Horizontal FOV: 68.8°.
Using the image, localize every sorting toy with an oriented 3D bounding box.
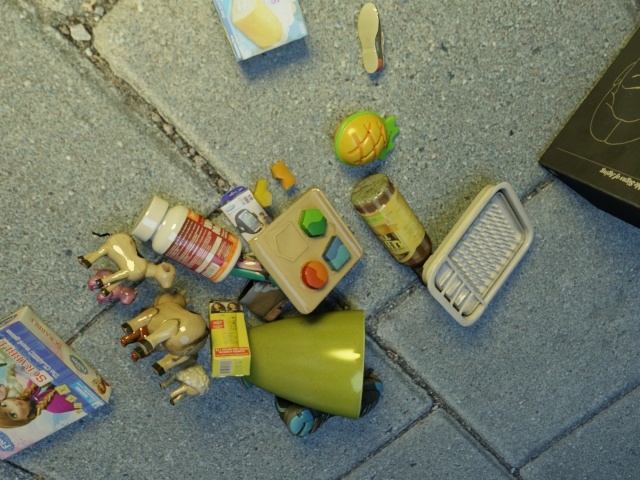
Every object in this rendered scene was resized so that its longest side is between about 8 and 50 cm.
[{"bbox_3d":[-0.047,-0.018,1.062,0.229,0.041,0.307,-44,105,-29],"label":"sorting toy"}]

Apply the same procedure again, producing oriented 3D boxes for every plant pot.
[{"bbox_3d":[-0.043,0.305,1.203,0.293,0.275,0.275,4,115,2],"label":"plant pot"}]

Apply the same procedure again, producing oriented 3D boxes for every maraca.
[{"bbox_3d":[0.107,-0.229,1.056,0.186,0.099,0.127,-11,129,-36],"label":"maraca"}]

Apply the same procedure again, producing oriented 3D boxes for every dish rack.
[{"bbox_3d":[0.401,0.034,1.205,0.333,0.072,0.285,-52,129,-4],"label":"dish rack"}]

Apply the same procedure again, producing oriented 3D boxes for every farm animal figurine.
[{"bbox_3d":[-0.357,0.153,1.036,0.172,0.327,0.330,-34,140,-31],"label":"farm animal figurine"}]

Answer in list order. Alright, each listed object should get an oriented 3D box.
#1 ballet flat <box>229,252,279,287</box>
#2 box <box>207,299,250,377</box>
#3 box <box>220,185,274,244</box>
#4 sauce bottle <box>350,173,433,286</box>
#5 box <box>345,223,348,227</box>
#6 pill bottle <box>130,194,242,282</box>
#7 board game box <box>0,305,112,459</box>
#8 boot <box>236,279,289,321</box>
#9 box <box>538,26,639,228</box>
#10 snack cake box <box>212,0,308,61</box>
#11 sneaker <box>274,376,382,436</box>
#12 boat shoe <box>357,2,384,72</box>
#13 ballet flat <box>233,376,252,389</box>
[{"bbox_3d":[-0.117,0.070,1.120,0.221,0.079,0.077,16,153,11],"label":"ballet flat"},{"bbox_3d":[-0.222,0.227,1.118,0.087,0.232,0.058,2,116,-15],"label":"box"},{"bbox_3d":[-0.173,-0.063,1.107,0.081,0.028,0.136,-33,120,4],"label":"box"},{"bbox_3d":[0.208,-0.011,1.173,0.111,0.111,0.344,-38,118,6],"label":"sauce bottle"},{"bbox_3d":[0.000,0.000,1.150,0.137,0.027,0.094,7,76,-16],"label":"box"},{"bbox_3d":[-0.299,-0.004,1.053,0.221,0.121,0.121,33,104,-25],"label":"pill bottle"},{"bbox_3d":[-0.756,0.361,1.153,0.318,0.066,0.318,-29,118,2],"label":"board game box"},{"bbox_3d":[-0.116,0.106,1.171,0.106,0.082,0.219,28,108,-26],"label":"boot"},{"bbox_3d":[0.843,-0.235,1.004,0.297,0.480,0.472,28,107,-24],"label":"box"},{"bbox_3d":[-0.139,-0.493,0.872,0.152,0.089,0.264,-22,118,-1],"label":"snack cake box"},{"bbox_3d":[0.031,0.447,1.357,0.341,0.140,0.125,-2,107,-33],"label":"sneaker"},{"bbox_3d":[0.112,-0.427,0.989,0.043,0.049,0.137,-35,126,-44],"label":"boat shoe"},{"bbox_3d":[-0.231,0.311,1.262,0.068,0.072,0.213,-1,118,18],"label":"ballet flat"}]
